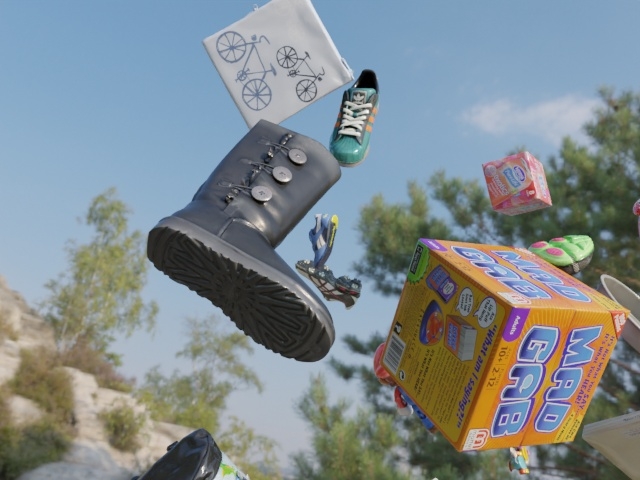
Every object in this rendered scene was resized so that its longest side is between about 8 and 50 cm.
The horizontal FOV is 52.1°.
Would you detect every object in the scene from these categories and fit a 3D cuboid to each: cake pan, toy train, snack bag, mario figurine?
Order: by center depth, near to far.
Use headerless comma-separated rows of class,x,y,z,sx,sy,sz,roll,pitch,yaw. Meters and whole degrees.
cake pan,0.823,0.212,1.701,0.293,0.293,0.054,23,-60,-32
toy train,0.531,0.572,1.810,0.046,0.166,0.125,-28,-80,24
snack bag,-0.122,-0.511,1.851,0.343,0.323,0.037,-29,0,8
mario figurine,0.307,0.460,2.144,0.320,0.198,0.170,49,-15,10

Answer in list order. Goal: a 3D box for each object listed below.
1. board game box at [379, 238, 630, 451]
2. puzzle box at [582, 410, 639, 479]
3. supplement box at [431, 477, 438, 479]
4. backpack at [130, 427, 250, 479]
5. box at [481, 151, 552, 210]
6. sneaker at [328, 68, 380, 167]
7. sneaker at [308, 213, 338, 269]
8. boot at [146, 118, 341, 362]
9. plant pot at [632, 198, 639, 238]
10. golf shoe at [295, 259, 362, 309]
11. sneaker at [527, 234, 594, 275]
board game box,0.417,0.236,1.563,0.356,0.356,0.356,5,20,-28
puzzle box,1.031,0.600,1.936,0.272,0.052,0.409,40,-41,-9
supplement box,0.204,0.649,1.466,0.220,0.114,0.111,-19,-42,-34
backpack,-0.221,0.619,1.345,0.355,0.290,0.273,55,-7,-32
box,0.625,-0.171,2.066,0.142,0.154,0.300,-15,-9,26
sneaker,0.086,-0.317,1.658,0.108,0.302,0.121,9,-40,9
sneaker,0.000,0.000,1.619,0.059,0.144,0.053,17,11,17
boot,-0.064,-0.025,1.254,0.367,0.445,0.146,37,-53,-3
plant pot,1.020,-0.054,1.900,0.191,0.174,0.191,-21,11,4
golf shoe,0.018,0.165,2.452,0.273,0.120,0.105,26,28,12
sneaker,0.685,0.107,1.914,0.185,0.202,0.483,-13,-12,4
